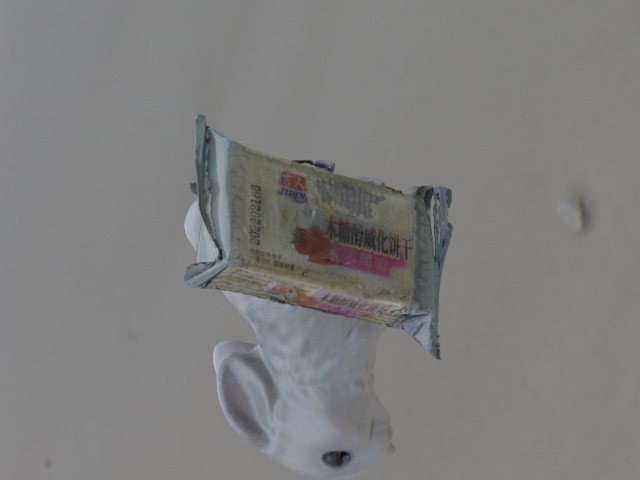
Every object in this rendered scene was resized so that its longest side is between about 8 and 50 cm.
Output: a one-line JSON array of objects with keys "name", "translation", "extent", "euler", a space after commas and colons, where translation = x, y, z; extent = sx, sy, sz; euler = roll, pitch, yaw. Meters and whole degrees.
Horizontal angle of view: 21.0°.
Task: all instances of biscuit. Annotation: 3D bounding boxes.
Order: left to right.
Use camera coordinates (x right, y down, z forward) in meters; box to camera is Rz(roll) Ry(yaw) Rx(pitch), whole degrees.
[{"name": "biscuit", "translation": [0.001, -0.004, 1.701], "extent": [0.079, 0.309, 0.186], "euler": [-32, 49, 54]}]

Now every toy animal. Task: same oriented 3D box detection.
[{"name": "toy animal", "translation": [-0.026, 0.095, 1.893], "extent": [0.194, 0.258, 0.357], "euler": [-141, 49, -68]}]
